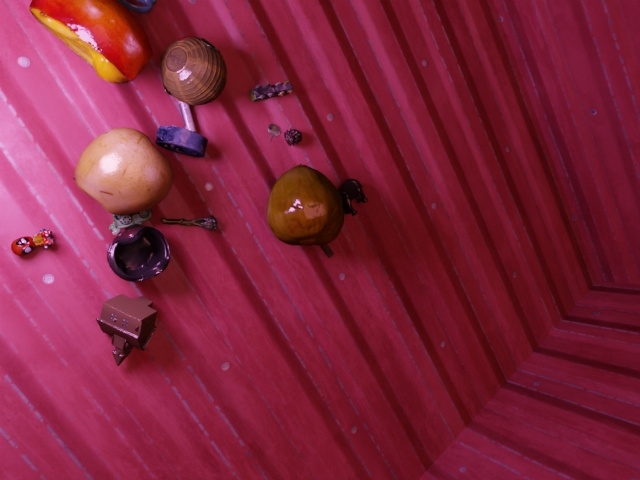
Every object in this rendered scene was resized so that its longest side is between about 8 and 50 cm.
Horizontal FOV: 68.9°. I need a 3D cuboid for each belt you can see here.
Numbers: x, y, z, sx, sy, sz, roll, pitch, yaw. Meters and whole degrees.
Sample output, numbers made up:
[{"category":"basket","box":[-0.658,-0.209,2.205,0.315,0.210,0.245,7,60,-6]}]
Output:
[{"category":"belt","box":[-0.528,-0.380,1.775,0.190,0.141,0.082,14,83,-25]}]

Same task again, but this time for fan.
[{"category":"fan","box":[-0.209,-0.473,2.026,0.080,0.003,0.060,-44,109,-21]}]

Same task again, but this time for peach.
[{"category":"peach","box":[-0.741,-0.707,1.574,0.380,0.306,0.242,44,78,-16]}]

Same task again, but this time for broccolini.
[{"category":"broccolini","box":[-0.511,-0.075,1.835,0.216,0.058,0.067,5,91,-28]}]

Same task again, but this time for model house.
[{"category":"model house","box":[-0.699,0.341,1.699,0.181,0.176,0.248,22,104,11]}]

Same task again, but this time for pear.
[{"category":"pear","box":[-0.672,-0.231,1.613,0.309,0.309,0.309,0,91,-29]}]

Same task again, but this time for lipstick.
[{"category":"lipstick","box":[-0.521,-0.479,1.835,0.040,0.040,0.141,-18,99,-27]}]

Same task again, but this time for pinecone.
[{"category":"pinecone","box":[-0.118,-0.453,2.036,0.083,0.077,0.077,-31,105,-29]}]

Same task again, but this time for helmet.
[{"category":"helmet","box":[-0.654,0.046,1.680,0.216,0.193,0.189,-39,115,-27]}]

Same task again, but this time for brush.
[{"category":"brush","box":[0.000,0.000,2.136,0.034,0.027,0.190,-42,117,-18]}]

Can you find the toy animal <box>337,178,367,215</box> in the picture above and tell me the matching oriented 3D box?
[{"category":"toy animal","box":[0.115,-0.188,2.158,0.146,0.115,0.245,57,45,-24]}]

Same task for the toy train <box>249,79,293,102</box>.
[{"category":"toy train","box":[-0.207,-0.635,1.986,0.202,0.081,0.060,-23,102,-34]}]

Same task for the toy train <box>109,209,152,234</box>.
[{"category":"toy train","box":[-0.699,-0.082,1.719,0.149,0.099,0.081,-16,120,-32]}]

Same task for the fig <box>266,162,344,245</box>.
[{"category":"fig","box":[-0.065,-0.144,1.943,0.343,0.343,0.343,0,91,-29]}]

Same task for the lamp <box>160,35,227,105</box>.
[{"category":"lamp","box":[-0.460,-0.629,1.767,0.284,0.250,0.250,12,83,-69]}]

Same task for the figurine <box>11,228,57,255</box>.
[{"category":"figurine","box":[-0.973,0.006,1.577,0.140,0.075,0.068,-19,101,-16]}]

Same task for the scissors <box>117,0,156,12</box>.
[{"category":"scissors","box":[-0.811,-0.935,1.646,0.447,0.029,0.192,19,44,-19]}]
